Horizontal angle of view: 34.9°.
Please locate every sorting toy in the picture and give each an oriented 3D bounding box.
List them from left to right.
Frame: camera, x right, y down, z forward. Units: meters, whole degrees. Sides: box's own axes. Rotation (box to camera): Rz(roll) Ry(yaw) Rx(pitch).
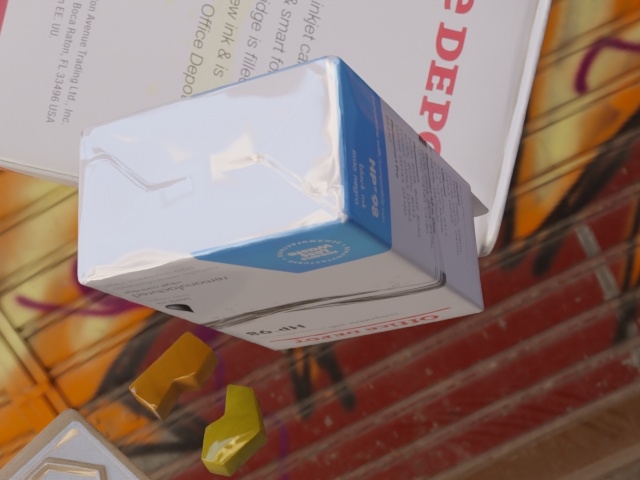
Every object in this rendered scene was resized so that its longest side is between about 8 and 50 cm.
[{"bbox_3d":[-0.144,0.211,0.671,0.229,0.041,0.307,31,65,35],"label":"sorting toy"}]

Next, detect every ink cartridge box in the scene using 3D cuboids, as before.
[{"bbox_3d":[-0.059,-0.151,0.655,0.385,0.279,0.160,13,-3,3],"label":"ink cartridge box"},{"bbox_3d":[0.000,0.000,0.409,0.104,0.060,0.180,-13,-20,23],"label":"ink cartridge box"}]
